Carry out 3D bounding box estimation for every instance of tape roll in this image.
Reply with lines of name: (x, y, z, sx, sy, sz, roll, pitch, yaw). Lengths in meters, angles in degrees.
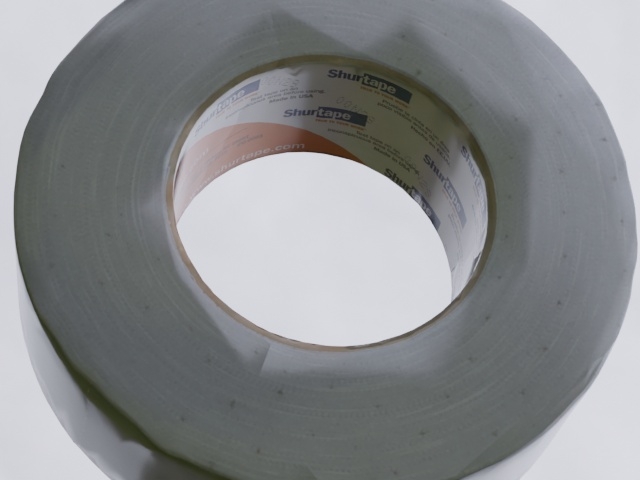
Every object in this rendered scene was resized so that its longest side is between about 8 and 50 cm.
tape roll: (0.000, 0.000, 0.636, 0.219, 0.219, 0.072, 39, -25, 11)
